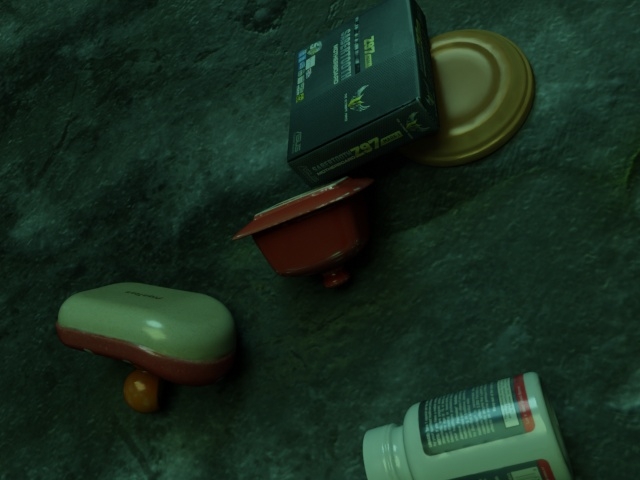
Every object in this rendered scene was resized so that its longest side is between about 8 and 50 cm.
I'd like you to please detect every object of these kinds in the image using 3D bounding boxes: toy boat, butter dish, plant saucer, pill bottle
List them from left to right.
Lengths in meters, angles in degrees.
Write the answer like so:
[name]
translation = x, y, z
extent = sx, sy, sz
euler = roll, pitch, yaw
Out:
[toy boat]
translation = -0.214, 0.143, 0.870
extent = 0.231, 0.151, 0.151
euler = 7, 101, 29
[butter dish]
translation = 0.000, 0.000, 0.827
extent = 0.160, 0.160, 0.118
euler = -21, 96, 15
[plant saucer]
translation = 0.166, -0.189, 0.880
extent = 0.199, 0.037, 0.200
euler = -10, 64, 21
[pill bottle]
translation = 0.138, 0.201, 0.671
extent = 0.180, 0.108, 0.108
euler = -19, 60, 17

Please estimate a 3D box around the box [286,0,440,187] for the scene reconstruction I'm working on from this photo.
[box]
translation = 0.050, -0.196, 0.881
extent = 0.183, 0.059, 0.233
euler = -21, 46, 26
